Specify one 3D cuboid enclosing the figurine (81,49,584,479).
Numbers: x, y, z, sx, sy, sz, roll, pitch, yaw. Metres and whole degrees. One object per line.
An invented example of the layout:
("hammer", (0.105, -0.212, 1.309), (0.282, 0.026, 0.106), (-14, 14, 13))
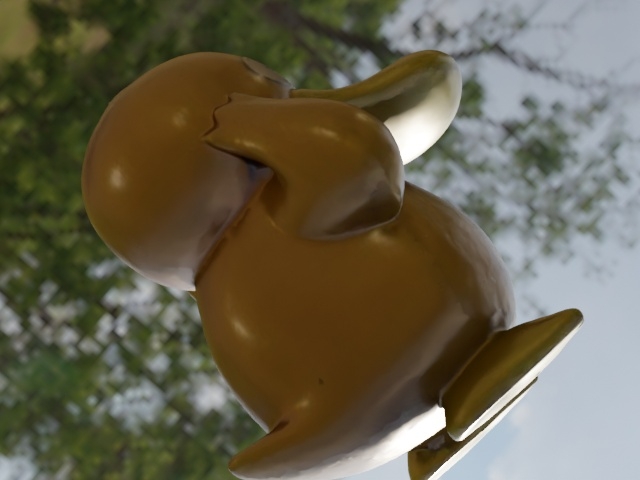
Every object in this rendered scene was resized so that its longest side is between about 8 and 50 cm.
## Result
("figurine", (0.000, 0.009, 0.948), (0.215, 0.228, 0.215), (-18, 161, -6))
